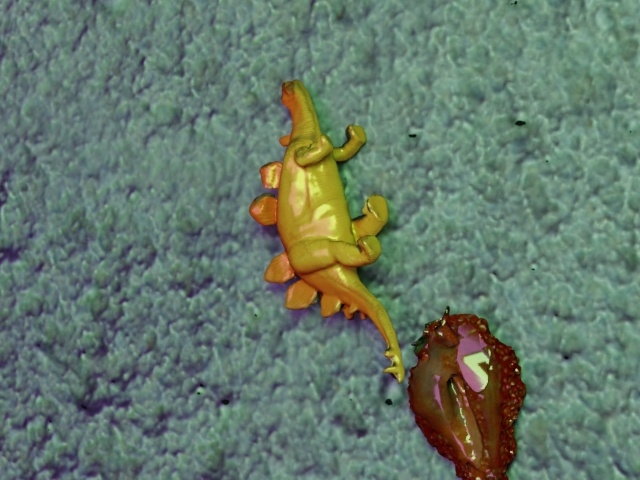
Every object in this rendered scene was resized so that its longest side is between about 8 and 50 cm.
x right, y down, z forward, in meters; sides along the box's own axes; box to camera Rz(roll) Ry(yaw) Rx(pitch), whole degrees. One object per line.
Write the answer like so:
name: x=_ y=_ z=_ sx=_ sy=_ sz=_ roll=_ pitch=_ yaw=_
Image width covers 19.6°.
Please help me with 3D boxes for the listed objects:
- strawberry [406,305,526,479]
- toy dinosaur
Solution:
strawberry: x=0.114 y=0.126 z=1.486 sx=0.104 sy=0.048 sz=0.152 roll=-25 pitch=71 yaw=27
toy dinosaur: x=0.000 y=0.000 z=1.547 sx=0.117 sy=0.070 sz=0.288 roll=-29 pitch=69 yaw=34
